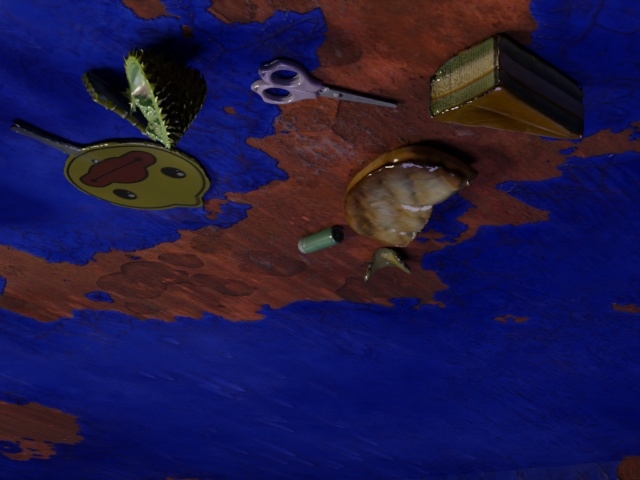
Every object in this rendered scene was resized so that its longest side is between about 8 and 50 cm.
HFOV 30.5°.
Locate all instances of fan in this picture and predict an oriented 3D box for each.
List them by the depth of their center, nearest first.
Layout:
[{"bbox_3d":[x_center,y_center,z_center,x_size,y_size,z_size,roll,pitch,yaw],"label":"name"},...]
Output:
[{"bbox_3d":[-0.304,-0.109,1.732,0.335,0.011,0.230,23,150,-38],"label":"fan"}]

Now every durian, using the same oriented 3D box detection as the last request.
[{"bbox_3d":[-0.203,-0.182,1.430,0.086,0.100,0.215,21,-164,-34],"label":"durian"}]

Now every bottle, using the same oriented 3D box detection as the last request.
[{"bbox_3d":[0.000,0.000,1.893,0.030,0.030,0.083,24,150,-37],"label":"bottle"}]

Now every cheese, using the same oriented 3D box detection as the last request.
[{"bbox_3d":[0.103,0.041,1.953,0.084,0.041,0.060,-20,156,15],"label":"cheese"}]

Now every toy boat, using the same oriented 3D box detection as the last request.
[{"bbox_3d":[-0.259,-0.174,1.522,0.016,0.063,0.115,-44,137,10],"label":"toy boat"}]

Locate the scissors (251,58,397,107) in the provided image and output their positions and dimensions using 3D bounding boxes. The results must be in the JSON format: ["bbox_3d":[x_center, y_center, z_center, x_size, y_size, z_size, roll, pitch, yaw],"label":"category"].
[{"bbox_3d":[0.008,-0.190,1.495,0.189,0.015,0.100,8,157,-13],"label":"scissors"}]

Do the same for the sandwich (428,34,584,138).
[{"bbox_3d":[0.227,-0.168,1.424,0.163,0.079,0.113,22,153,-36],"label":"sandwich"}]

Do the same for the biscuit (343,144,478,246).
[{"bbox_3d":[0.112,-0.062,1.718,0.154,0.045,0.299,10,156,-14],"label":"biscuit"}]
